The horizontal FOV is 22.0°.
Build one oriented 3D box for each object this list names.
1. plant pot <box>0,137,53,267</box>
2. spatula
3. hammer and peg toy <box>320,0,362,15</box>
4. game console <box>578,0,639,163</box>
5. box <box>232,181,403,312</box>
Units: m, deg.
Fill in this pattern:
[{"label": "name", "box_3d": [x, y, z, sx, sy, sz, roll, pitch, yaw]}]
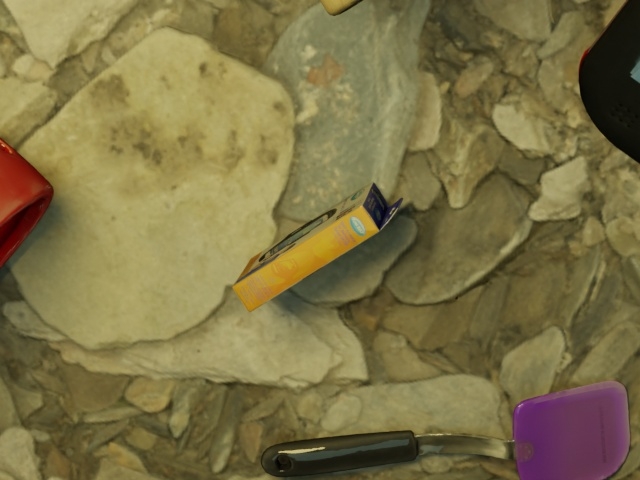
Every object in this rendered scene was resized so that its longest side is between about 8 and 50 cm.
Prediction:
[{"label": "plant pot", "box_3d": [-0.326, -0.026, 1.239, 0.174, 0.191, 0.191, 42, 106, -2]}, {"label": "spatula", "box_3d": [0.098, 0.166, 1.317, 0.296, 0.030, 0.084, -6, 107, 9]}, {"label": "hammer and peg toy", "box_3d": [0.139, -0.289, 1.034, 0.361, 0.266, 0.127, -30, 93, 30]}, {"label": "game console", "box_3d": [0.364, -0.093, 1.059, 0.342, 0.060, 0.386, 40, 151, 5]}, {"label": "box", "box_3d": [0.000, 0.000, 1.258, 0.136, 0.081, 0.028, -34, 98, 14]}]
